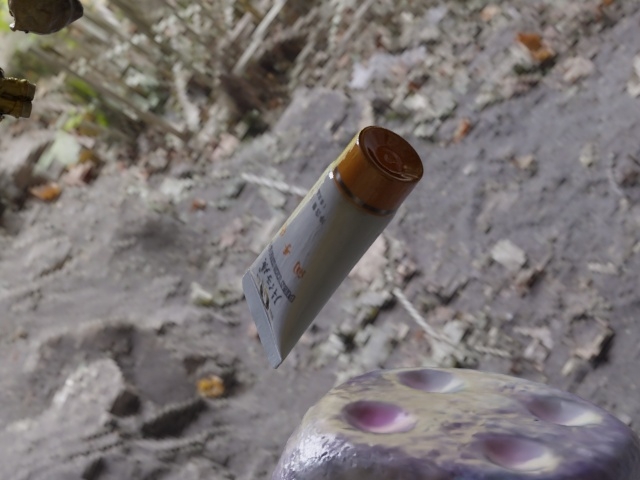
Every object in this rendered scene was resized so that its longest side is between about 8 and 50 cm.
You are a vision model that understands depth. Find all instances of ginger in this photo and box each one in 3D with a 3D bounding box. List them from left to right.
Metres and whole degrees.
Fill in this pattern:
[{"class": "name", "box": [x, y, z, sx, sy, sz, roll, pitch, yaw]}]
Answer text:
[{"class": "ginger", "box": [-0.348, -0.360, 1.864, 0.080, 0.104, 0.204, -117, 35, -46]}]

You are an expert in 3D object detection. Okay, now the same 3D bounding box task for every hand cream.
[{"class": "hand cream", "box": [0.000, 0.000, 1.644, 0.314, 0.089, 0.140, -56, 43, 36]}]

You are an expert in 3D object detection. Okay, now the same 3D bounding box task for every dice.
[{"class": "dice", "box": [0.114, 0.270, 1.209, 0.270, 0.271, 0.270, 12, 105, 25]}]

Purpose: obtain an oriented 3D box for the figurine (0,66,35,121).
[{"class": "figurine", "box": [-0.377, -0.168, 1.531, 0.068, 0.143, 0.101, -163, 60, -73]}]
